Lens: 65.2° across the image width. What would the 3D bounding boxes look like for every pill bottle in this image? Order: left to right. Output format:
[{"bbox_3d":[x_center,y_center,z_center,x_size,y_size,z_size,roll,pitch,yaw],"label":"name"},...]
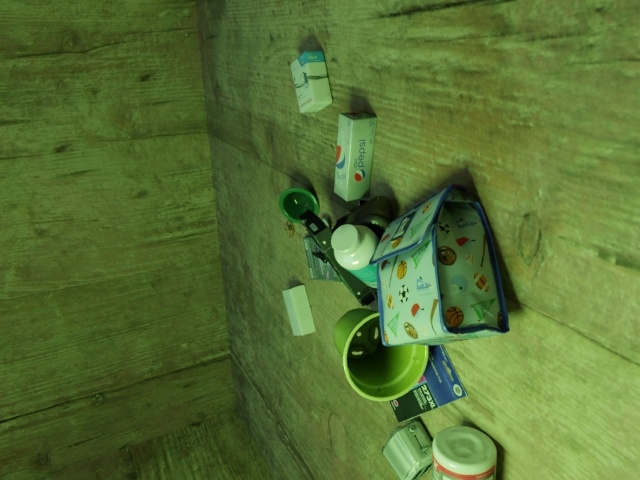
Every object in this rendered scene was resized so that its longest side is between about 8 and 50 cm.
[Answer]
[{"bbox_3d":[0.139,0.045,1.583,0.146,0.264,0.146,-16,59,28],"label":"pill bottle"},{"bbox_3d":[0.411,0.720,1.447,0.176,0.176,0.318,26,124,58],"label":"pill bottle"}]

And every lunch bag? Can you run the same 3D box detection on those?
[{"bbox_3d":[0.295,0.077,1.351,0.328,0.239,0.385,145,126,-63],"label":"lunch bag"}]

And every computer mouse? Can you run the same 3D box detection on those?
[{"bbox_3d":[0.000,0.000,2.052,0.106,0.042,0.193,41,136,52],"label":"computer mouse"}]

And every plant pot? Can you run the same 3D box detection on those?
[{"bbox_3d":[0.162,0.331,1.606,0.254,0.276,0.276,-162,62,-72],"label":"plant pot"}]

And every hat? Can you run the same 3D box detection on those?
[{"bbox_3d":[-0.075,-0.187,2.198,0.209,0.183,0.173,6,120,20],"label":"hat"}]

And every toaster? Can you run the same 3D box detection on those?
[{"bbox_3d":[0.305,0.733,1.724,0.146,0.129,0.227,55,145,35],"label":"toaster"}]

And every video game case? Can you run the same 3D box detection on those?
[{"bbox_3d":[0.008,0.076,2.146,0.274,0.026,0.196,-4,98,63],"label":"video game case"}]

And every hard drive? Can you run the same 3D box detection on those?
[{"bbox_3d":[0.058,0.060,1.779,0.339,0.064,0.237,56,177,-24],"label":"hard drive"}]

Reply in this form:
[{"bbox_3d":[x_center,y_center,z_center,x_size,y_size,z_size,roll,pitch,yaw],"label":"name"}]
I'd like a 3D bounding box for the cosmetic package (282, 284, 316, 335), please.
[{"bbox_3d":[-0.104,0.338,2.422,0.117,0.086,0.231,-21,85,64],"label":"cosmetic package"}]

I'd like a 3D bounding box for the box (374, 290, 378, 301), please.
[{"bbox_3d":[0.274,0.223,1.646,0.220,0.051,0.175,-43,63,61],"label":"box"}]

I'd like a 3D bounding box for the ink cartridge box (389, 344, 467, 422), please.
[{"bbox_3d":[0.324,0.478,1.652,0.175,0.069,0.371,67,150,21],"label":"ink cartridge box"}]

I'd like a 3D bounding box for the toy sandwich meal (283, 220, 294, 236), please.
[{"bbox_3d":[-0.153,-0.053,2.404,0.085,0.029,0.085,36,133,53],"label":"toy sandwich meal"}]

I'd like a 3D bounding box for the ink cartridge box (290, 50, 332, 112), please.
[{"bbox_3d":[-0.034,-0.590,1.872,0.140,0.082,0.190,-7,93,64],"label":"ink cartridge box"}]

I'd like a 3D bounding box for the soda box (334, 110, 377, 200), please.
[{"bbox_3d":[0.114,-0.284,1.692,0.091,0.098,0.286,43,139,49],"label":"soda box"}]

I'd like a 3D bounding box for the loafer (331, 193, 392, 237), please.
[{"bbox_3d":[0.153,-0.065,1.717,0.366,0.134,0.130,-17,48,66],"label":"loafer"}]
